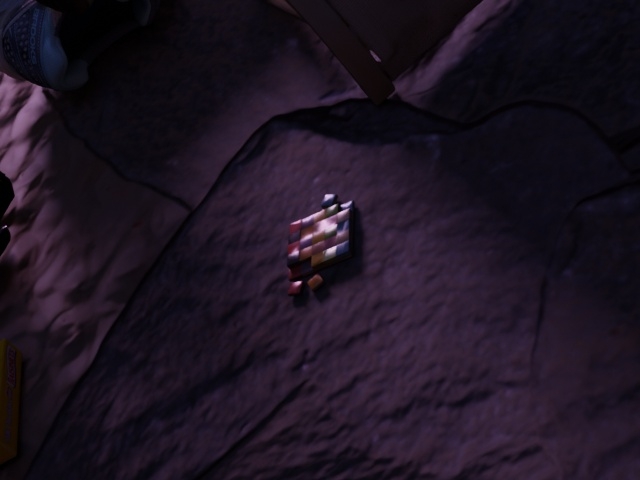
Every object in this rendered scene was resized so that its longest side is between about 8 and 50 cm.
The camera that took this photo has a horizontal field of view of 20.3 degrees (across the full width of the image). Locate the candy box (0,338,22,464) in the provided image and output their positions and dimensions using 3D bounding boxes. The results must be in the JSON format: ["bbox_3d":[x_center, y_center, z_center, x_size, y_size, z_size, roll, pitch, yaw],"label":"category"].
[{"bbox_3d":[-0.303,0.157,1.289,0.206,0.027,0.105,-30,35,17],"label":"candy box"}]

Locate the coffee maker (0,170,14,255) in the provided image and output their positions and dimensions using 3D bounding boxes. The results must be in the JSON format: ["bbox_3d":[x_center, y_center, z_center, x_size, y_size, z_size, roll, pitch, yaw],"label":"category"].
[{"bbox_3d":[-0.318,0.011,1.336,0.171,0.120,0.178,106,-171,-80],"label":"coffee maker"}]

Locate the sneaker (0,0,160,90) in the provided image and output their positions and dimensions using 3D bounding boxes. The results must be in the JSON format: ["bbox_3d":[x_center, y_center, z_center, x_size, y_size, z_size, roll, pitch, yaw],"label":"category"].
[{"bbox_3d":[-0.162,-0.238,1.513,0.122,0.110,0.283,34,86,41],"label":"sneaker"}]

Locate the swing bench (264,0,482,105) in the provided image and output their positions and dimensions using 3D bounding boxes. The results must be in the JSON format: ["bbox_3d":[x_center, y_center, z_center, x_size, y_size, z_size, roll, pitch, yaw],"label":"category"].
[{"bbox_3d":[0.044,-0.274,1.286,0.253,0.165,0.254,-43,37,-1],"label":"swing bench"}]

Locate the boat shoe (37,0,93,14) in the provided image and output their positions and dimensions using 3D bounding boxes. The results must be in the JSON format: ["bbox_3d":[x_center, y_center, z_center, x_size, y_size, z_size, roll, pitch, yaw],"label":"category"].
[{"bbox_3d":[-0.234,-0.245,1.455,0.190,0.068,0.072,32,73,38],"label":"boat shoe"}]

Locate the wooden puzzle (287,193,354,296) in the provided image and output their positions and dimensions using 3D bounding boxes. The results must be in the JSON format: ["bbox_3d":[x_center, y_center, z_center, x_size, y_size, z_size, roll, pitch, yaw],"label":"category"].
[{"bbox_3d":[0.000,0.000,1.183,0.049,0.006,0.083,-23,40,24],"label":"wooden puzzle"}]
